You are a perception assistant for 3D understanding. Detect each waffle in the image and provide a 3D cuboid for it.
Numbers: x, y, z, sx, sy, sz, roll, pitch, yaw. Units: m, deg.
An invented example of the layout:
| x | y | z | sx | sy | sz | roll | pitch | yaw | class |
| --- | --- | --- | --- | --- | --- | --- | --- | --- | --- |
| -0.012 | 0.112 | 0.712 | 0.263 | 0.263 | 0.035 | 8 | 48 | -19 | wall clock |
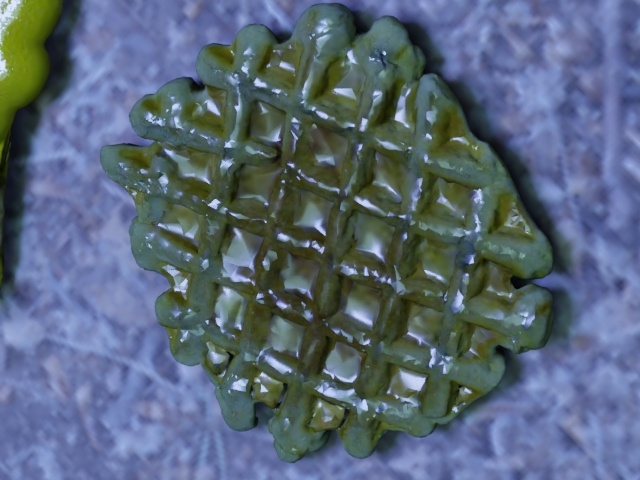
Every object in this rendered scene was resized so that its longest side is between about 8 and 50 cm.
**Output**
| x | y | z | sx | sy | sz | roll | pitch | yaw | class |
| --- | --- | --- | --- | --- | --- | --- | --- | --- | --- |
| 0.000 | 0.000 | 0.807 | 0.169 | 0.036 | 0.183 | -30 | 92 | 24 | waffle |

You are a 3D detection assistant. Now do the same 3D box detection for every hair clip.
| x | y | z | sx | sy | sz | roll | pitch | yaw | class |
| --- | --- | --- | --- | --- | --- | --- | --- | --- | --- |
| -0.154 | -0.055 | 0.840 | 0.072 | 0.046 | 0.173 | 18 | 107 | 10 | hair clip |
